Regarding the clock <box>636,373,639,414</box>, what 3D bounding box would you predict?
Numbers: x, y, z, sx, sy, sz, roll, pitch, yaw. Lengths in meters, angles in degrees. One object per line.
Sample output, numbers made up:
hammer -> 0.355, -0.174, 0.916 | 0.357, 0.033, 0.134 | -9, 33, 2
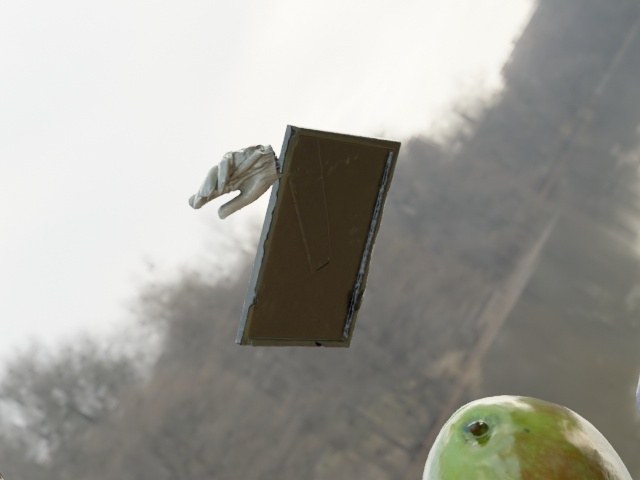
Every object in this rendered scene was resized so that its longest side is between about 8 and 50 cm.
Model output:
clock -> 0.390, 0.079, 1.395 | 0.090, 0.227, 0.248 | -61, -6, -55

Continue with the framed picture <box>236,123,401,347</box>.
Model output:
framed picture -> 0.000, 0.000, 2.204 | 0.209, 0.019, 0.281 | 7, -80, -48

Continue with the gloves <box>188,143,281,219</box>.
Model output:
gloves -> -0.054, -0.042, 1.230 | 0.081, 0.044, 0.037 | -26, 23, -20

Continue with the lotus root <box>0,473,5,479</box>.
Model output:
lotus root -> -0.370, 0.314, 1.825 | 0.094, 0.190, 0.108 | -18, -20, 36

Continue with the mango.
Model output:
mango -> 0.215, 0.285, 1.695 | 0.201, 0.225, 0.382 | -37, -37, -6
